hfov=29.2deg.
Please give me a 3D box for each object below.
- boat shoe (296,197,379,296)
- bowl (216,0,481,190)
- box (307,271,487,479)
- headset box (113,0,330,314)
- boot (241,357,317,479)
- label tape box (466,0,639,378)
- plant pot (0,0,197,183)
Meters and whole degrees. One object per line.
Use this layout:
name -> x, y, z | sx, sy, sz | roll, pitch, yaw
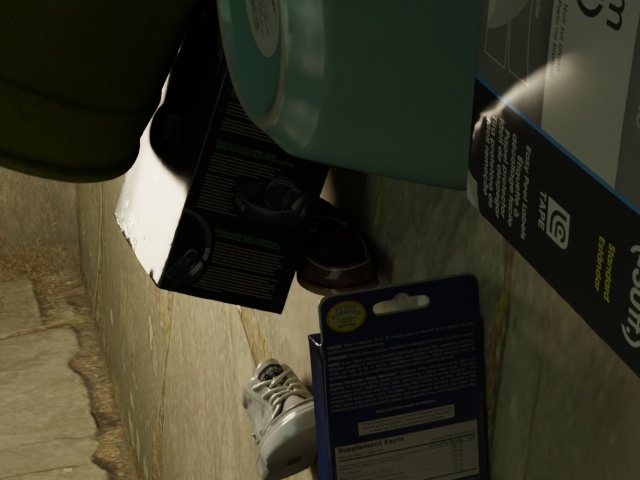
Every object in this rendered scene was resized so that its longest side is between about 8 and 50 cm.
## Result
boat shoe -> 0.000, 0.000, 1.212 | 0.207, 0.073, 0.073 | -145, 47, -67
bowl -> 0.022, -0.179, 0.910 | 0.311, 0.163, 0.311 | 170, 90, -73
box -> 0.064, 0.138, 0.972 | 0.036, 0.137, 0.225 | -144, 49, -67
headset box -> -0.087, -0.108, 1.220 | 0.246, 0.131, 0.283 | 45, 118, 63
boot -> -0.047, 0.194, 1.416 | 0.258, 0.095, 0.123 | 119, 133, -64
label tape box -> 0.185, -0.058, 0.542 | 0.333, 0.106, 0.240 | -125, 31, -55
plant pot -> -0.242, -0.302, 1.130 | 0.353, 0.367, 0.366 | -54, 37, 21
